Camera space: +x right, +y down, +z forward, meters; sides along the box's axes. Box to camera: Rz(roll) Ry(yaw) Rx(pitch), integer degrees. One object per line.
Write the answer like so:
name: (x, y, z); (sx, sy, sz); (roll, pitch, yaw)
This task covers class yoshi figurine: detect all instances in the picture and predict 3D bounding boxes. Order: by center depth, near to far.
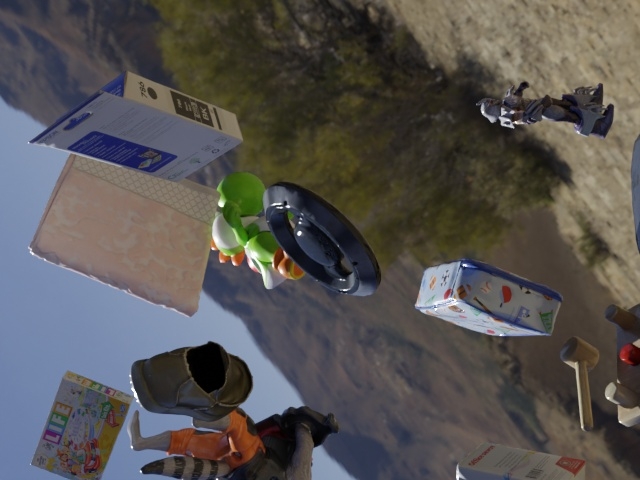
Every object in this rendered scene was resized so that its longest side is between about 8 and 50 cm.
yoshi figurine: (-0.121, -0.047, 1.880); (0.362, 0.203, 0.203); (20, 148, 43)

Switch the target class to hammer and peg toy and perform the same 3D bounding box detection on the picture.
hammer and peg toy: (0.621, 0.224, 1.678); (0.127, 0.361, 0.266); (28, -132, -16)

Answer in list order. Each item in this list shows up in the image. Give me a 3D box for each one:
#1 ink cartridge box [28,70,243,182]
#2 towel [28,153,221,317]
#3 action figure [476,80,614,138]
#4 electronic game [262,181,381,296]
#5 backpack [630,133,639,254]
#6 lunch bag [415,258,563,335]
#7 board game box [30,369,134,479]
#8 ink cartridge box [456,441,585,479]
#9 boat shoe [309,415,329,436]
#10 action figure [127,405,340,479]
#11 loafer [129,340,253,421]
ink cartridge box: (-0.289, -0.181, 1.420); (0.333, 0.165, 0.065); (13, -125, -58)
towel: (-0.367, -0.036, 1.753); (0.332, 0.053, 0.317); (24, -133, -18)
action figure: (0.468, -0.283, 1.890); (0.185, 0.285, 0.099); (-103, 17, -60)
electronic game: (0.000, 0.000, 1.372); (0.229, 0.048, 0.229); (35, 156, 19)
backpack: (0.798, -0.085, 1.756); (0.273, 0.356, 0.290); (-86, -9, -88)
lunch bag: (0.344, 0.125, 1.832); (0.243, 0.114, 0.303); (19, 171, -12)
board game box: (-0.345, 0.276, 1.288); (0.103, 0.154, 0.026); (22, -163, -4)
ink cartridge box: (0.324, 0.392, 1.438); (0.127, 0.175, 0.072); (-14, -75, -56)
boat shoe: (-0.030, 0.467, 2.225); (0.083, 0.065, 0.183); (16, -178, 21)
action figure: (-0.151, 0.371, 1.412); (0.330, 0.341, 0.178); (35, -145, -25)
loafer: (-0.148, 0.186, 1.181); (0.251, 0.087, 0.094); (15, -128, -67)
